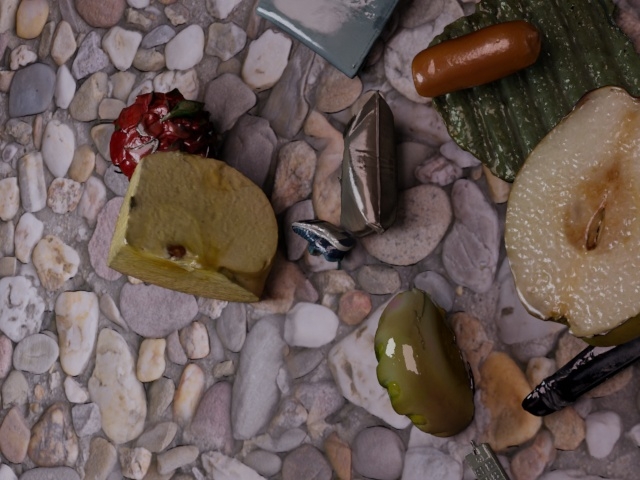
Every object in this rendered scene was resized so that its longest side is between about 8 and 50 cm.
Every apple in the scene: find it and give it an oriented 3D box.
[{"bbox_3d":[-0.249,-0.004,2.007,0.252,0.309,0.314,-109,38,-60],"label":"apple"}]

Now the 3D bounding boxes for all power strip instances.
[{"bbox_3d":[0.295,0.406,1.743,0.051,0.019,0.136,-40,64,24],"label":"power strip"}]

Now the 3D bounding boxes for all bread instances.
[{"bbox_3d":[0.162,0.221,1.773,0.158,0.156,0.260,-23,71,27],"label":"bread"}]

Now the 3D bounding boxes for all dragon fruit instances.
[{"bbox_3d":[-0.340,-0.187,2.148,0.234,0.234,0.293,57,144,25],"label":"dragon fruit"}]

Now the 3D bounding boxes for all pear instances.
[{"bbox_3d":[0.474,-0.030,1.558,0.340,0.191,0.386,28,99,47],"label":"pear"}]

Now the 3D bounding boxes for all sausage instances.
[{"bbox_3d":[0.265,-0.313,1.738,0.238,0.098,0.098,-13,76,27],"label":"sausage"}]

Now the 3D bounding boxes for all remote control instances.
[{"bbox_3d":[0.442,0.213,1.632,0.266,0.090,0.066,-43,46,22],"label":"remote control"}]

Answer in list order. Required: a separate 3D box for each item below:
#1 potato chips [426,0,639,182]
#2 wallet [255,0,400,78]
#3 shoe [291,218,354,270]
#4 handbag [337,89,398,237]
[{"bbox_3d":[0.375,-0.273,1.756,0.358,0.070,0.429,-28,69,25],"label":"potato chips"},{"bbox_3d":[0.039,-0.495,1.939,0.251,0.054,0.290,38,114,8],"label":"wallet"},{"bbox_3d":[0.000,0.000,1.968,0.143,0.064,0.071,29,111,33],"label":"shoe"},{"bbox_3d":[0.088,-0.129,1.890,0.182,0.117,0.270,151,119,-71],"label":"handbag"}]
